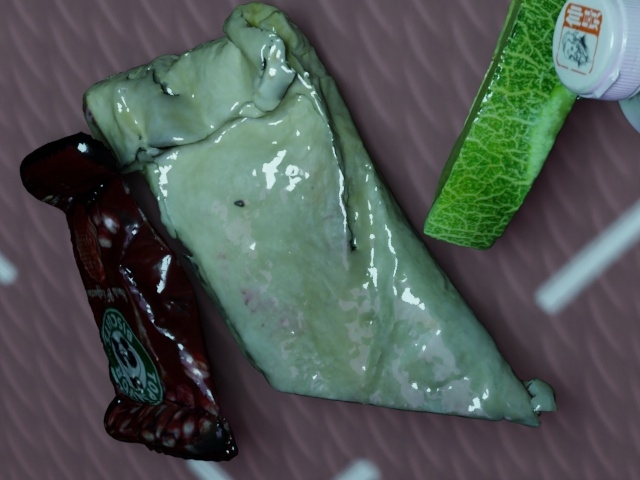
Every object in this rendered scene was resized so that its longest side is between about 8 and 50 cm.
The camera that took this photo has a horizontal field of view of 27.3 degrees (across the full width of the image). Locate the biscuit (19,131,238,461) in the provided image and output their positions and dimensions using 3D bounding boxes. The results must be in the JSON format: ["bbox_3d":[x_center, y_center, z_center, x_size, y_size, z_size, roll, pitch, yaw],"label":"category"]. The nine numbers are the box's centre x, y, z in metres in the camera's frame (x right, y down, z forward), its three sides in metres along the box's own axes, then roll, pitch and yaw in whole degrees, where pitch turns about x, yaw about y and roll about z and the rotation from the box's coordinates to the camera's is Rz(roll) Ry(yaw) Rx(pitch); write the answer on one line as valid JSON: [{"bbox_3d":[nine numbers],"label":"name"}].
[{"bbox_3d":[-0.134,0.039,0.900,0.063,0.151,0.235,-22,100,-25],"label":"biscuit"}]

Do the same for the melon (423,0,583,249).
[{"bbox_3d":[0.126,-0.094,0.815,0.064,0.118,0.210,23,105,-4],"label":"melon"}]

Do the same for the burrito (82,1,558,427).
[{"bbox_3d":[-0.008,0.007,0.880,0.175,0.107,0.348,-34,94,33],"label":"burrito"}]

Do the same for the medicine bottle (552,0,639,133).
[{"bbox_3d":[0.241,-0.106,0.761,0.219,0.078,0.115,2,103,-23],"label":"medicine bottle"}]
